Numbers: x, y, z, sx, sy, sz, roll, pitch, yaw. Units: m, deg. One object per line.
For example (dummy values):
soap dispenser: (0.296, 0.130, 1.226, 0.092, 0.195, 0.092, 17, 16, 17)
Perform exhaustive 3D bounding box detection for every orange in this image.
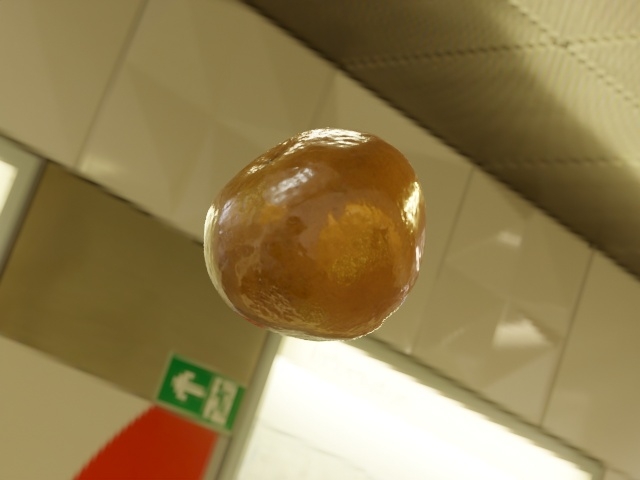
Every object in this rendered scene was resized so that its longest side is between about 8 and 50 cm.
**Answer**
orange: (0.000, 0.000, 0.987, 0.136, 0.159, 0.159, 56, -27, -16)
